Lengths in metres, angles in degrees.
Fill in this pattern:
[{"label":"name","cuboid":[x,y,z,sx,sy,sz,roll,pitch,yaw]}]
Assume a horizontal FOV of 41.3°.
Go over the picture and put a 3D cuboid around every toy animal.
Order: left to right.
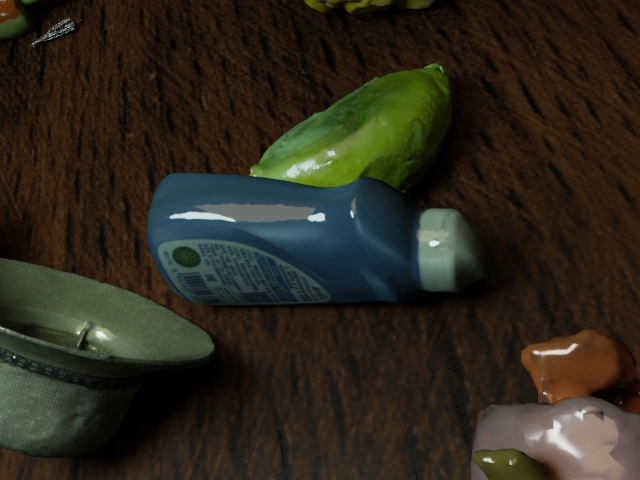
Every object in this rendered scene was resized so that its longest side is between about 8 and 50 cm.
[{"label":"toy animal","cuboid":[0.161,0.208,0.502,0.169,0.195,0.281,-44,29,40]}]

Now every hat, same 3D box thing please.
[{"label":"hat","cuboid":[-0.232,0.112,0.728,0.257,0.257,0.130,23,95,34]}]

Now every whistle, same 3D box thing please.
[{"label":"whistle","cuboid":[-0.486,-0.351,1.246,0.288,0.106,0.131,-22,54,4]}]

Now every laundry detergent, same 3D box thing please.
[{"label":"laundry detergent","cuboid":[0.000,0.000,0.747,0.290,0.143,0.094,0,50,17]}]

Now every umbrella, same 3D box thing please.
[{"label":"umbrella","cuboid":[-0.381,-0.301,1.225,0.083,0.020,0.031,-32,47,1]}]

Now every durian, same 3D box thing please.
[{"label":"durian","cuboid":[0.040,-0.099,0.835,0.250,0.101,0.139,-34,48,-8]}]

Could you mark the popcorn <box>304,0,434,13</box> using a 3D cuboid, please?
[{"label":"popcorn","cuboid":[0.059,-0.370,0.998,0.250,0.190,0.250,-13,54,18]}]
